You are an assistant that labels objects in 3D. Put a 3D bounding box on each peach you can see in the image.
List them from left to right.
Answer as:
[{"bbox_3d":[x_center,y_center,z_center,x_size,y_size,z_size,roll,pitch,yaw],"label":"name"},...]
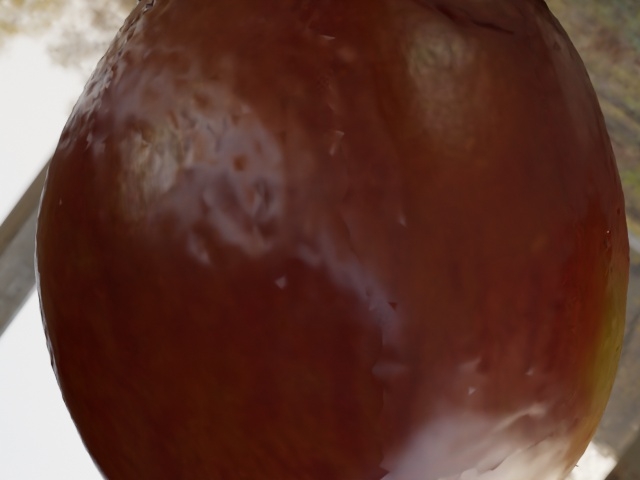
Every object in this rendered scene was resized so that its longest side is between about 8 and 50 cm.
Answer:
[{"bbox_3d":[0.000,0.000,0.553,0.238,0.281,0.281,-16,-145,-24],"label":"peach"}]

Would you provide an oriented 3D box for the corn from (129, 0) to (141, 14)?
[{"bbox_3d":[-0.096,-0.035,0.750,0.086,0.253,0.086,14,-142,-11],"label":"corn"}]
